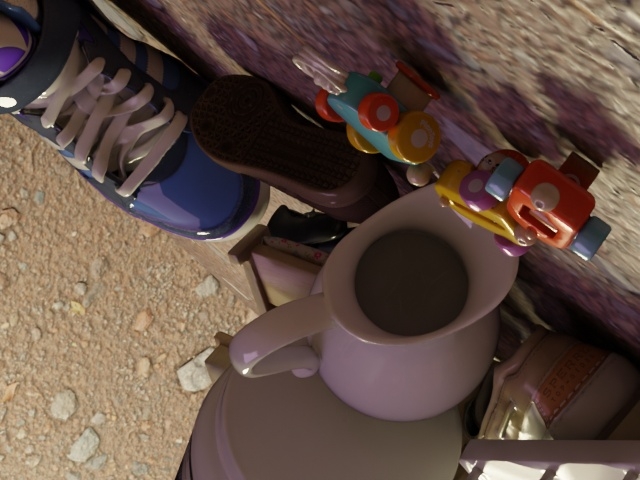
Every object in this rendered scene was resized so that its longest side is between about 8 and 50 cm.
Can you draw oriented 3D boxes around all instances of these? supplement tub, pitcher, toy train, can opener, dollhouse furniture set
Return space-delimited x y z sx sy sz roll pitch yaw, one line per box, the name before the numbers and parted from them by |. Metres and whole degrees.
supplement tub | -0.012 0.187 1.189 0.191 0.191 0.272 39 149 9
pitcher | 0.029 0.053 0.993 0.207 0.178 0.125 90 159 -74
toy train | 0.069 -0.047 0.751 0.166 0.046 0.125 35 171 13
can opener | 0.000 0.000 1.377 0.059 0.073 0.186 15 169 -23
dollhouse furniture set | 0.033 0.043 1.323 0.303 0.174 0.355 20 141 36

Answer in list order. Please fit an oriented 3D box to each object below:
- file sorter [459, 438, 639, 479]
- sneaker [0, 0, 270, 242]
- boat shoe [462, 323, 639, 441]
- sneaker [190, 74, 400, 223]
file sorter | 0.196 0.239 0.911 0.278 0.173 0.193 -8 129 52
sneaker | -0.193 -0.109 1.193 0.323 0.130 0.236 45 -166 5
boat shoe | 0.160 0.123 1.119 0.103 0.113 0.302 41 163 8
sneaker | -0.019 -0.053 1.088 0.188 0.066 0.071 34 172 46
